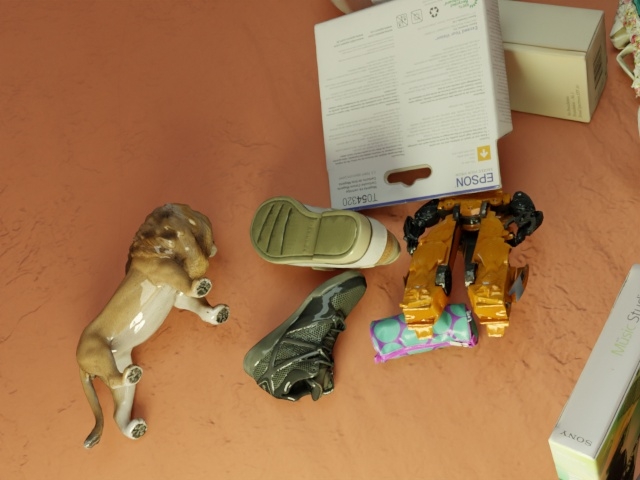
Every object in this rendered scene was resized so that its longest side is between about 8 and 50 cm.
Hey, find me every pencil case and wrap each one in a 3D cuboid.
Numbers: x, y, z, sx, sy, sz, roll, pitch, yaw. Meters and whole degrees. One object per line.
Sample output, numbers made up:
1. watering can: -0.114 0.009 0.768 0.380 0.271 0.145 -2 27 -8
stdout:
1. pencil case: 0.150 0.135 1.384 0.151 0.064 0.070 -12 46 11

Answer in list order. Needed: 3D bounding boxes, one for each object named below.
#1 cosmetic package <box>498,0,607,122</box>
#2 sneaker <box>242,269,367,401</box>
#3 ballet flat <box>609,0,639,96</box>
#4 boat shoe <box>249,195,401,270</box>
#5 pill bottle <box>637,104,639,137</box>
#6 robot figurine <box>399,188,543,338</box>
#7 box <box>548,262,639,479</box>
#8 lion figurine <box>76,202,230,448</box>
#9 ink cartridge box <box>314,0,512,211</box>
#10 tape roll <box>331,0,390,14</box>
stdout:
1. cosmetic package: 0.310 -0.309 1.587 0.309 0.160 0.113 13 62 27
2. sneaker: 0.005 0.151 1.411 0.227 0.087 0.130 -42 55 -9
3. ballet flat: 0.524 -0.331 1.582 0.077 0.091 0.241 -28 44 27
4. boat shoe: 0.000 0.000 1.495 0.302 0.103 0.113 14 85 53
5. pill bottle: 0.653 -0.168 1.340 0.361 0.204 0.204 -17 52 7
6. robot figurine: 0.214 0.022 1.387 0.211 0.085 0.291 -3 33 21
7. box: 0.351 0.208 1.100 0.058 0.322 0.232 18 64 32
8. lion figurine: -0.289 0.118 1.503 0.240 0.142 0.392 30 74 41
9. ink cartridge box: 0.145 -0.223 1.528 0.324 0.071 0.330 -7 88 38
10. tape roll: 0.169 -0.567 1.753 0.392 0.072 0.392 -13 55 18
